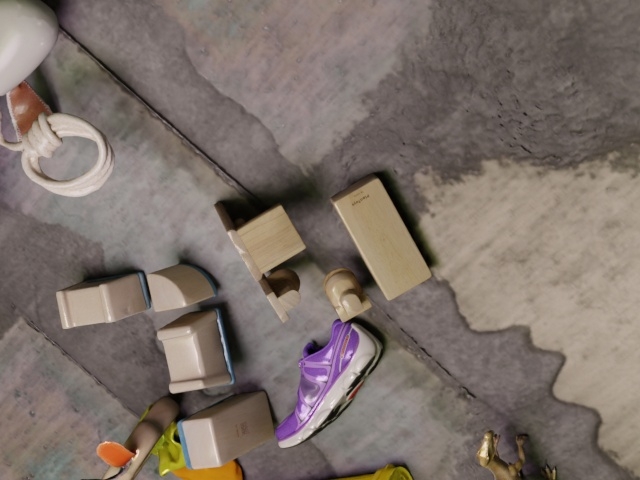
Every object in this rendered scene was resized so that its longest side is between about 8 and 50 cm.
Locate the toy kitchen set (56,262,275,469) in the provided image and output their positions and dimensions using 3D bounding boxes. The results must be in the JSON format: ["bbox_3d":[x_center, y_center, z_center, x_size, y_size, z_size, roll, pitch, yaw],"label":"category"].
[{"bbox_3d":[-0.166,0.132,1.823,0.166,0.122,0.207,-10,94,28],"label":"toy kitchen set"}]

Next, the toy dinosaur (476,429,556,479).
[{"bbox_3d":[0.200,0.258,1.729,0.053,0.092,0.183,-23,107,33],"label":"toy dinosaur"}]

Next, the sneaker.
[{"bbox_3d":[0.001,0.146,1.781,0.071,0.068,0.170,42,119,14],"label":"sneaker"}]

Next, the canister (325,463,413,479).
[{"bbox_3d":[0.027,0.313,1.850,0.170,0.073,0.126,-13,112,31],"label":"canister"}]

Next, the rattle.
[{"bbox_3d":[-0.165,0.250,1.818,0.130,0.200,0.143,-39,90,-4],"label":"rattle"}]

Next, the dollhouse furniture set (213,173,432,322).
[{"bbox_3d":[0.000,0.000,1.706,0.151,0.123,0.144,-30,107,-2],"label":"dollhouse furniture set"}]

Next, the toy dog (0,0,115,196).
[{"bbox_3d":[-0.357,-0.107,1.750,0.334,0.161,0.220,-29,102,18],"label":"toy dog"}]
